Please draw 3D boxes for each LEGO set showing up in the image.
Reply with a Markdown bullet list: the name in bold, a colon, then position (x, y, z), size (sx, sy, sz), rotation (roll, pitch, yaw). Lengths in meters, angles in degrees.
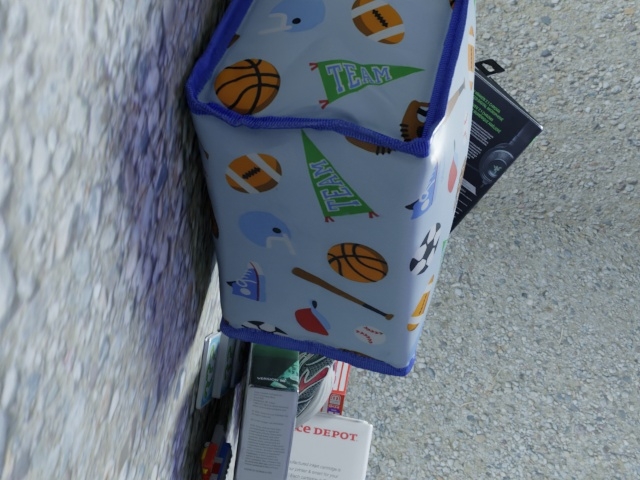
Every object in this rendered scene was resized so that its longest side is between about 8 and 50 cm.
- **LEGO set**: position (-0.104, 0.219, 1.027), size (0.182, 0.060, 0.244), rotation (-7, 106, -82)

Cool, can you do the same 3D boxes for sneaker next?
- **sneaker**: position (-0.031, 0.155, 1.277), size (0.112, 0.121, 0.299), rotation (-1, 132, -52)

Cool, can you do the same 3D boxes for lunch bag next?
- **lunch bag**: position (0.029, -0.128, 0.874), size (0.328, 0.238, 0.386), rotation (91, 15, -53)

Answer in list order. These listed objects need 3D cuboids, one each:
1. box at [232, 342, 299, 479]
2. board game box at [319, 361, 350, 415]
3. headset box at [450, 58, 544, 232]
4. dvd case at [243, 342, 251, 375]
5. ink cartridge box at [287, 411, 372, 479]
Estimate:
- **box**: position (-0.063, 0.195, 1.068), size (0.322, 0.058, 0.232), rotation (-96, -166, -70)
- **board game box**: position (-0.021, 0.222, 1.597), size (0.193, 0.146, 0.045), rotation (-75, 173, -65)
- **headset box**: position (0.128, -0.132, 1.210), size (0.283, 0.131, 0.246), rotation (-50, -156, 15)
- **dvd case**: position (-0.095, 0.119, 1.244), size (0.087, 0.013, 0.120), rotation (-34, 132, -85)
- **ink cartridge box**: position (-0.030, 0.428, 1.544), size (0.115, 0.198, 0.273), rotation (85, 14, -76)
